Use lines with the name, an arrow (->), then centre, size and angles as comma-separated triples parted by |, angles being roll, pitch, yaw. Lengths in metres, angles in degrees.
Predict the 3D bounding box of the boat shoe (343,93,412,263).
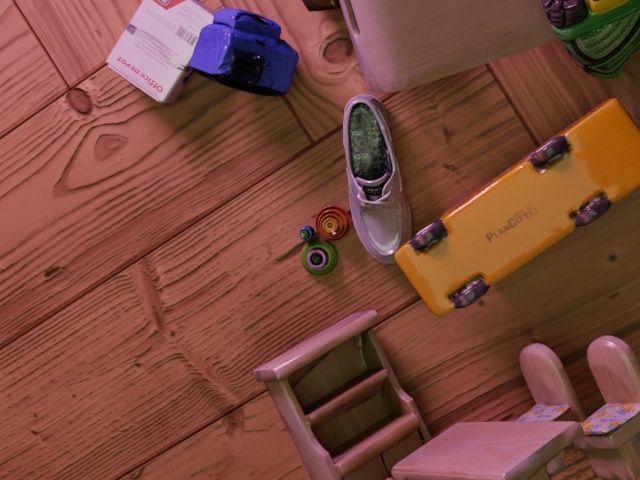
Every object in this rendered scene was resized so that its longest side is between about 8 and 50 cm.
boat shoe -> 0.067, -0.077, 1.432 | 0.079, 0.081, 0.227 | -10, 95, 11

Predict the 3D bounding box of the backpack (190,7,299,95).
backpack -> -0.087, -0.239, 1.418 | 0.120, 0.098, 0.101 | 15, 102, -33

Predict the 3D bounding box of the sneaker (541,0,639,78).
sneaker -> 0.425, -0.327, 1.319 | 0.344, 0.134, 0.146 | -34, 127, -1

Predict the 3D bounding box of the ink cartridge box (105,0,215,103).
ink cartridge box -> -0.205, -0.264, 1.469 | 0.099, 0.056, 0.135 | 36, 101, 4

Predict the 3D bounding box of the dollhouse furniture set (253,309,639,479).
dollhouse furniture set -> 0.123, 0.218, 1.298 | 0.362, 0.394, 0.256 | -28, 95, -29

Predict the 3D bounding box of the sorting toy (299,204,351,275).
sorting toy -> 0.000, 0.000, 1.475 | 0.061, 0.042, 0.102 | 23, 101, 6

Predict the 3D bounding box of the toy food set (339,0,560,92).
toy food set -> 0.173, -0.330, 1.354 | 0.306, 0.092, 0.219 | -19, 111, 1

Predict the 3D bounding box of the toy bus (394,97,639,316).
toy bus -> 0.257, -0.041, 1.379 | 0.333, 0.130, 0.108 | -36, 91, 12

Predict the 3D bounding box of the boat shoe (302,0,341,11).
boat shoe -> -0.002, -0.455, 1.378 | 0.120, 0.122, 0.323 | -9, 97, 8
